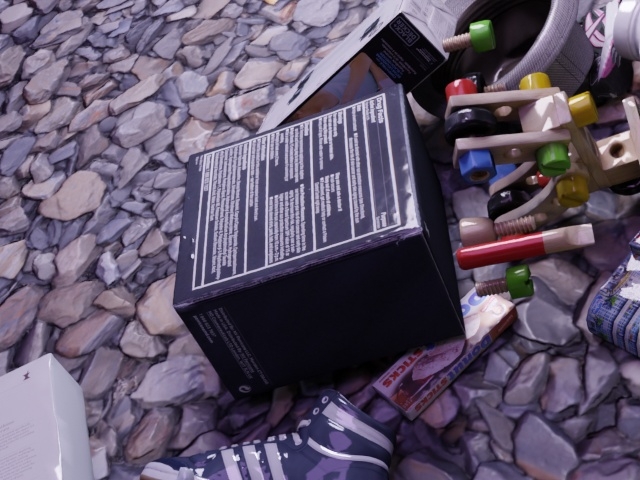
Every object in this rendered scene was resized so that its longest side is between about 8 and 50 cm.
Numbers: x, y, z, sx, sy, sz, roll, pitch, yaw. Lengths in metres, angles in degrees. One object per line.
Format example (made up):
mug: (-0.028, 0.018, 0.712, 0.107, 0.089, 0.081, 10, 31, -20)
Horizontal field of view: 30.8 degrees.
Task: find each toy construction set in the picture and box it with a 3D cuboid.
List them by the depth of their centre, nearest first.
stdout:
toy construction set: (0.274, -0.079, 1.278, 0.237, 0.257, 0.309, -12, 36, 18)

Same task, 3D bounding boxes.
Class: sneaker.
sneaker: (-0.051, 0.238, 1.270, 0.282, 0.099, 0.153, 6, 57, 24)
sneaker: (0.370, -0.247, 1.547, 0.077, 0.072, 0.178, -15, 35, 33)

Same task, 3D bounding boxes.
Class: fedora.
fedora: (0.253, -0.238, 1.522, 0.275, 0.124, 0.244, 10, 69, 59)

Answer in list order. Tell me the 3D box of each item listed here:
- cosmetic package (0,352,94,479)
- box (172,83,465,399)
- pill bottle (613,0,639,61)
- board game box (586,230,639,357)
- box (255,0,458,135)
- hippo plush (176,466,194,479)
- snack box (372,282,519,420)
cosmetic package: (-0.458, 0.335, 1.401, 0.377, 0.097, 0.284, -25, 44, 4)
box: (0.000, 0.000, 1.401, 0.294, 0.183, 0.296, -18, 38, 14)
pill bottle: (0.492, -0.242, 1.405, 0.264, 0.146, 0.146, 23, 63, 41)
board game box: (0.413, 0.052, 1.230, 0.194, 0.060, 0.194, -46, 44, -17)
box: (0.042, -0.206, 1.542, 0.290, 0.087, 0.169, -39, 15, 26)
hippo plush: (-0.170, 0.418, 1.051, 0.236, 0.294, 0.234, -24, 18, 18)
snack box: (0.144, 0.126, 1.331, 0.178, 0.022, 0.064, -42, 42, -14)
